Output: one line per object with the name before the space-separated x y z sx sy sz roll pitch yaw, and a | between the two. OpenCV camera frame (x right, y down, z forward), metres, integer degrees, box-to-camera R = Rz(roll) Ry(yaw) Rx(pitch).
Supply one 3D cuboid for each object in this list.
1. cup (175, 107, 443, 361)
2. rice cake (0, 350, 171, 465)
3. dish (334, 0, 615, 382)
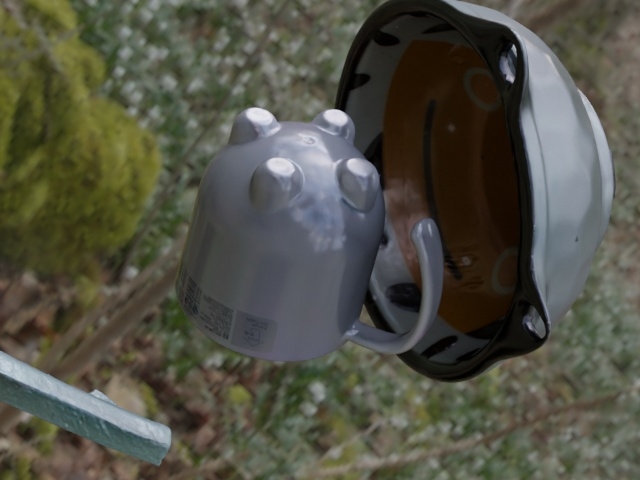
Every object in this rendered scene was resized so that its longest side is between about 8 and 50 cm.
cup | -0.012 0.000 1.136 0.134 0.142 0.173 -11 45 -32
rice cake | -0.202 0.132 1.337 0.180 0.030 0.042 27 24 -21
dish | 0.120 -0.042 1.176 0.120 0.303 0.303 -8 58 -26
